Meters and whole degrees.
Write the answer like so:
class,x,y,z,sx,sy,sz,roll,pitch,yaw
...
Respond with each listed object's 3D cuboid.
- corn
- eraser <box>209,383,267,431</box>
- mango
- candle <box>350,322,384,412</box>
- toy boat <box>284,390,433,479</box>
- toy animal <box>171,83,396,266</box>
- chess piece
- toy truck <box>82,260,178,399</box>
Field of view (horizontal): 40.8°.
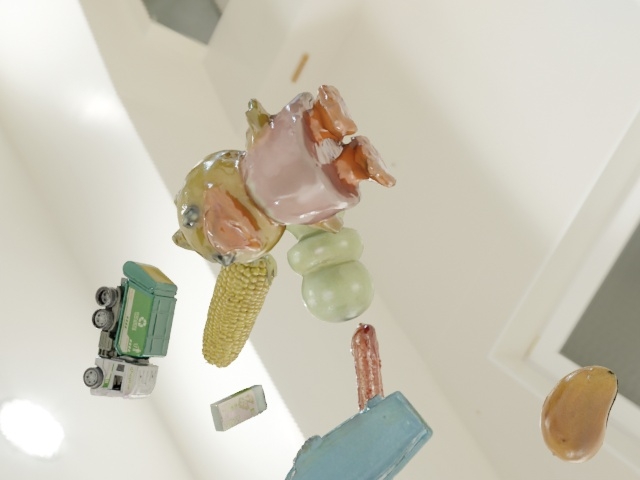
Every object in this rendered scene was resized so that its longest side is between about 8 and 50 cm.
class,x,y,z,sx,sy,sz,roll,pitch,yaw
corn,-0.146,0.113,1.477,0.091,0.260,0.091,13,-147,-14
eraser,-0.105,0.215,1.109,0.019,0.038,0.083,-12,-177,40
mango,0.405,0.269,1.356,0.105,0.159,0.084,22,176,15
candle,0.083,0.286,1.396,0.051,0.329,0.048,6,-159,35
toy boat,0.032,0.296,1.113,0.109,0.238,0.098,50,167,24
toy animal,-0.068,-0.067,1.055,0.195,0.281,0.169,53,-171,-17
chess piece,0.000,0.000,1.269,0.144,0.144,0.251,7,-117,-62
toy truck,-0.347,0.166,1.584,0.124,0.253,0.114,5,174,24
